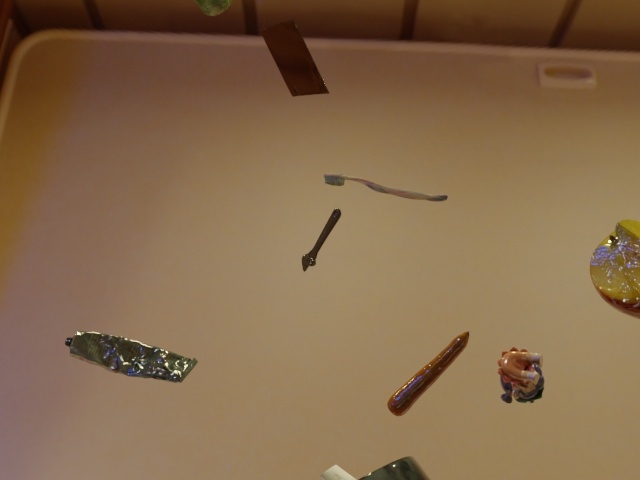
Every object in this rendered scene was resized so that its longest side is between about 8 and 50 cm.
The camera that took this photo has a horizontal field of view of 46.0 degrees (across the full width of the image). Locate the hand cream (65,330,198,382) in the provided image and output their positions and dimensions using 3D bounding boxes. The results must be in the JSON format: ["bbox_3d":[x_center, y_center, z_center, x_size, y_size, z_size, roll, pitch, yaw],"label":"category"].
[{"bbox_3d":[-0.360,0.213,1.410,0.248,0.075,0.052,10,-45,9],"label":"hand cream"}]

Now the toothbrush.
[{"bbox_3d":[0.139,-0.111,1.606,0.269,0.027,0.021,9,-17,-3],"label":"toothbrush"}]

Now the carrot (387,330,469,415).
[{"bbox_3d":[0.184,0.222,1.256,0.190,0.037,0.037,-46,-42,9],"label":"carrot"}]

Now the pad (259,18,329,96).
[{"bbox_3d":[-0.058,-0.377,1.583,0.004,0.163,0.243,-31,18,-13],"label":"pad"}]

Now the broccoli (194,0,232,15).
[{"bbox_3d":[-0.226,-0.545,1.393,0.269,0.254,0.269,43,-17,17],"label":"broccoli"}]

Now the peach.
[{"bbox_3d":[0.436,0.043,1.003,0.151,0.151,0.118,-10,-36,22],"label":"peach"}]

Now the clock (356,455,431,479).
[{"bbox_3d":[0.054,0.566,1.528,0.386,0.076,0.386,-27,-25,-13],"label":"clock"}]

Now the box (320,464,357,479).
[{"bbox_3d":[0.052,0.433,1.170,0.040,0.154,0.084,-25,22,-24],"label":"box"}]

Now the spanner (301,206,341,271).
[{"bbox_3d":[0.000,0.000,1.729,0.012,0.046,0.208,-1,-42,-32],"label":"spanner"}]

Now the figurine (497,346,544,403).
[{"bbox_3d":[0.442,0.290,1.665,0.102,0.111,0.195,14,-23,27],"label":"figurine"}]
